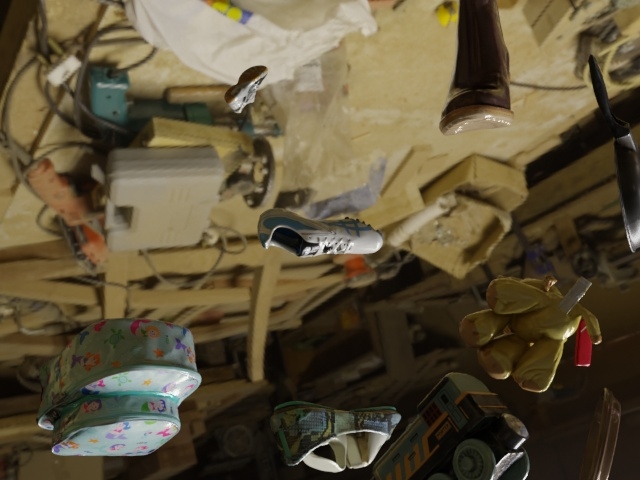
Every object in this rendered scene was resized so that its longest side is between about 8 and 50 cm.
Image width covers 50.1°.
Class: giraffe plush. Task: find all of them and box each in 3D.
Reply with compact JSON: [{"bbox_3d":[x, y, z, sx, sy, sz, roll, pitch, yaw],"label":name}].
[{"bbox_3d":[0.340,0.118,1.115,0.210,0.181,0.170,-38,180,15],"label":"giraffe plush"}]

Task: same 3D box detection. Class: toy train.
[{"bbox_3d":[0.204,0.382,1.159,0.142,0.190,0.334,13,121,-40],"label":"toy train"}]

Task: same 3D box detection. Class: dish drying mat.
[{"bbox_3d":[0.468,0.181,1.216,0.032,0.083,0.008,4,-179,-17],"label":"dish drying mat"}]

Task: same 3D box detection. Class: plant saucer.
[{"bbox_3d":[0.607,0.461,1.496,0.041,0.278,0.278,14,169,19],"label":"plant saucer"}]

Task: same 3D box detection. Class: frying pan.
[{"bbox_3d":[0.498,-0.143,1.119,0.053,0.326,0.197,-8,-172,29],"label":"frying pan"}]

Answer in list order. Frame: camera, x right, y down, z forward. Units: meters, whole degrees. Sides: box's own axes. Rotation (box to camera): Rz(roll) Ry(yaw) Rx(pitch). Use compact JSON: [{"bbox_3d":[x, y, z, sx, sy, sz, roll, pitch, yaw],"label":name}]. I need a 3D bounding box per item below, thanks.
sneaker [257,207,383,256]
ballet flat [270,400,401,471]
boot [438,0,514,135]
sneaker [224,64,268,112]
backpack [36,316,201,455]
[{"bbox_3d":[0.000,0.000,1.259,0.237,0.086,0.085,8,142,-12],"label":"sneaker"},{"bbox_3d":[0.021,0.202,0.695,0.070,0.070,0.188,-32,149,34],"label":"ballet flat"},{"bbox_3d":[0.185,-0.240,0.846,0.090,0.207,0.248,-6,-171,21],"label":"boot"},{"bbox_3d":[-0.106,-0.222,1.007,0.083,0.032,0.037,-47,142,-16],"label":"sneaker"},{"bbox_3d":[-0.320,0.236,1.111,0.225,0.191,0.253,16,132,-40],"label":"backpack"}]
